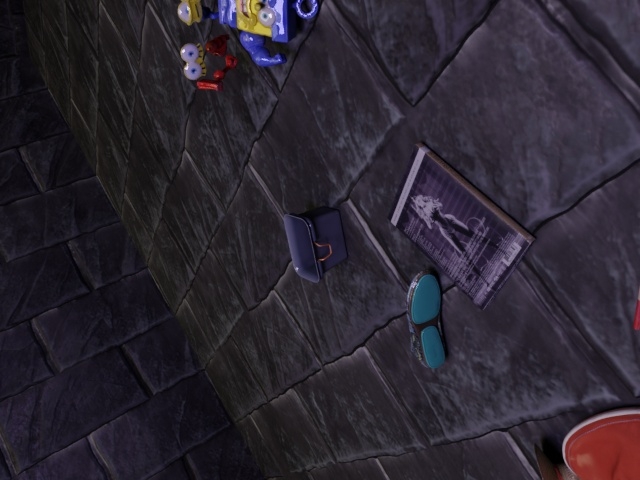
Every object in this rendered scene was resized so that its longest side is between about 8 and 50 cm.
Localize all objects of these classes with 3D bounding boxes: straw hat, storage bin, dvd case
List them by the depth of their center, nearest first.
[{"bbox_3d":[0.365,0.354,0.792,0.061,0.144,0.145,-23,93,18],"label":"straw hat"},{"bbox_3d":[0.198,-0.020,0.824,0.221,0.018,0.165,47,146,25],"label":"dvd case"},{"bbox_3d":[0.000,0.000,1.066,0.098,0.091,0.135,18,127,50],"label":"storage bin"}]

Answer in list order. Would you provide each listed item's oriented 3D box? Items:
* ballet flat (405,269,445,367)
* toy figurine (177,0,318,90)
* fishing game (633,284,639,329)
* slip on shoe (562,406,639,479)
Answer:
[{"bbox_3d":[0.171,0.130,0.936,0.070,0.070,0.189,19,124,50],"label":"ballet flat"},{"bbox_3d":[-0.097,-0.428,0.911,0.217,0.191,0.363,12,119,17],"label":"toy figurine"},{"bbox_3d":[0.384,0.103,0.510,0.264,0.041,0.189,-99,-3,-61],"label":"fishing game"},{"bbox_3d":[0.415,0.269,0.629,0.331,0.101,0.123,-23,94,60],"label":"slip on shoe"}]
